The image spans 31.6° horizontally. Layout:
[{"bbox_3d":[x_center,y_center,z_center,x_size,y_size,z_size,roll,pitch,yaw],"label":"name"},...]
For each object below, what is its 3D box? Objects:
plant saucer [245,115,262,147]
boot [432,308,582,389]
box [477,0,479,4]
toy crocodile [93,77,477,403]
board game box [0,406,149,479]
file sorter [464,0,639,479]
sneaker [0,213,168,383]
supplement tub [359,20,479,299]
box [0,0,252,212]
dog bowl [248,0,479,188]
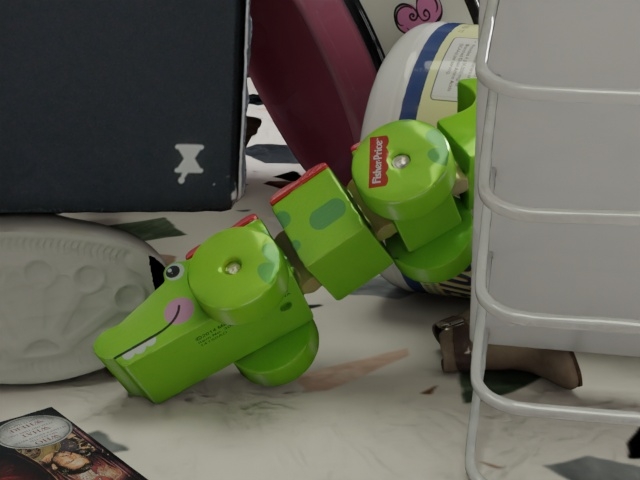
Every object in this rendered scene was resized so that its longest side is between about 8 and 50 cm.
[{"bbox_3d":[-0.207,-0.119,1.354,0.278,0.041,0.278,-5,2,0],"label":"plant saucer"},{"bbox_3d":[0.131,0.082,0.825,0.087,0.042,0.118,-9,19,-5],"label":"boot"},{"bbox_3d":[0.357,-0.171,1.301,0.318,0.097,0.395,31,22,21],"label":"box"},{"bbox_3d":[0.000,0.000,0.780,0.340,0.115,0.105,-32,54,-1],"label":"toy crocodile"},{"bbox_3d":[-0.206,0.160,0.558,0.243,0.042,0.165,-14,22,-37],"label":"board game box"},{"bbox_3d":[0.178,-0.002,0.641,0.193,0.277,0.173,4,33,11],"label":"file sorter"},{"bbox_3d":[-0.282,0.014,0.876,0.323,0.130,0.236,-8,23,-8],"label":"sneaker"},{"bbox_3d":[0.217,-0.054,0.924,0.325,0.235,0.235,8,19,24],"label":"supplement tub"},{"bbox_3d":[-0.347,-0.185,0.907,0.480,0.297,0.472,-1,10,-20],"label":"box"},{"bbox_3d":[0.023,-0.212,1.214,0.150,0.408,0.408,-27,24,-11],"label":"dog bowl"}]
